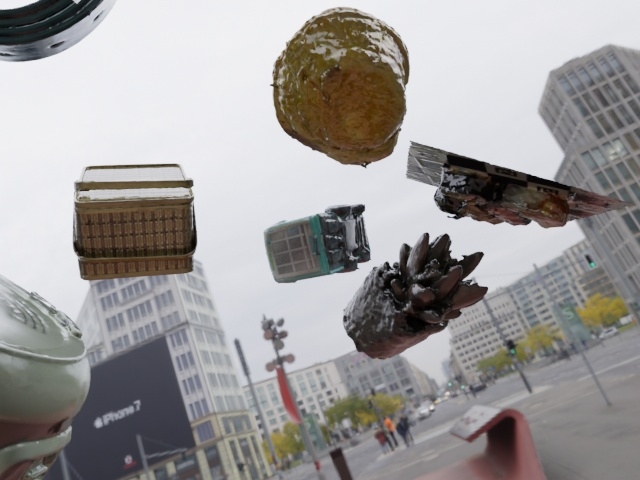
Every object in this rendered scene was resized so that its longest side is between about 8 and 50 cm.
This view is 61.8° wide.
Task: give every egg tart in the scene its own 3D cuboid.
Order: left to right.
[{"bbox_3d":[0.056,-0.323,1.185,0.340,0.153,0.351,3,-59,-15],"label":"egg tart"}]

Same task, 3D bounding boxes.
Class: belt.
[{"bbox_3d":[-0.551,-0.545,1.029,0.436,0.300,0.173,-50,22,-8],"label":"belt"}]

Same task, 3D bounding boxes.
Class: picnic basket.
[{"bbox_3d":[-0.382,-0.059,1.118,0.228,0.313,0.175,-3,-69,-17],"label":"picnic basket"}]

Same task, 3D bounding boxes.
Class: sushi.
[{"bbox_3d":[0.301,-0.061,0.942,0.340,0.068,0.320,17,-1,7],"label":"sushi"}]

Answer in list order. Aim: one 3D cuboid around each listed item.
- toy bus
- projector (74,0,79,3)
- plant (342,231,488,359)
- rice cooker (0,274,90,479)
[{"bbox_3d":[0.010,0.000,0.740,0.109,0.091,0.262,-12,-1,14],"label":"toy bus"},{"bbox_3d":[-0.286,-0.337,0.615,0.082,0.083,0.083,-44,23,-2],"label":"projector"},{"bbox_3d":[0.182,0.111,1.084,0.194,0.181,0.320,-4,-35,-43],"label":"plant"},{"bbox_3d":[-0.400,0.164,0.434,0.325,0.335,0.335,-57,-17,-9],"label":"rice cooker"}]
